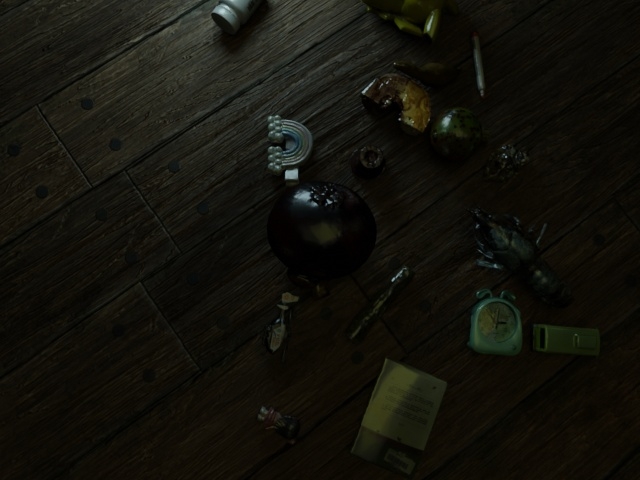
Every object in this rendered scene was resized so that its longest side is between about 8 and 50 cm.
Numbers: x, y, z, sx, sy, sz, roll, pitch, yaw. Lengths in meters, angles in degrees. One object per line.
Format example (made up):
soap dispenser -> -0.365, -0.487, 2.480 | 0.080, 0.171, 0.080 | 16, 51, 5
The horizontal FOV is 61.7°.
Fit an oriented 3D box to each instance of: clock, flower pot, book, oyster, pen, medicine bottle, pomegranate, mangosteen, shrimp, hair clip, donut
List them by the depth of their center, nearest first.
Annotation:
mangosteen -> 0.005, -0.018, 1.462 | 0.296, 0.293, 0.297 | -3, 56, 5
book -> 0.221, 0.499, 1.511 | 0.201, 0.026, 0.290 | 24, 81, 0
shrimp -> 0.571, 0.037, 1.537 | 0.221, 0.166, 0.411 | -44, 81, 19
clock -> 0.506, 0.236, 1.548 | 0.148, 0.060, 0.189 | 7, 81, -1
flower pot -> 0.144, -0.237, 1.580 | 0.111, 0.089, 0.112 | 0, 82, -3
pomegranate -> 0.417, -0.310, 1.582 | 0.204, 0.159, 0.160 | -4, 81, -29
hair clip -> -0.089, -0.268, 1.596 | 0.140, 0.054, 0.221 | -2, 78, 3
donut -> 0.236, -0.409, 1.612 | 0.217, 0.085, 0.141 | 37, 81, 1
medicine bottle -> -0.242, -0.726, 1.620 | 0.102, 0.103, 0.187 | 33, 82, 2
oyster -> 0.557, -0.231, 1.623 | 0.103, 0.051, 0.148 | 40, 92, 10
pen -> 0.496, -0.547, 1.676 | 0.026, 0.026, 0.218 | -5, 82, -4

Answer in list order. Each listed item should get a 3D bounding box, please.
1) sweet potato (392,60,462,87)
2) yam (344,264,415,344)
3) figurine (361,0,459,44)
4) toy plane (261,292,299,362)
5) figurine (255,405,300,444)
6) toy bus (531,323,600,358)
sweet potato -> 0.328, -0.500, 1.615 | 0.269, 0.074, 0.075 | -5, 81, -30
yam -> 0.172, 0.182, 1.539 | 0.061, 0.061, 0.274 | 41, 81, 3
figurine -> 0.259, -0.738, 1.617 | 0.326, 0.169, 0.218 | 21, 58, 6
toy plane -> -0.117, 0.244, 1.520 | 0.078, 0.053, 0.197 | 13, 82, -9
figurine -> -0.117, 0.509, 1.478 | 0.129, 0.054, 0.072 | 23, 85, 2
toy bus -> 0.704, 0.286, 1.532 | 0.174, 0.101, 0.088 | 5, 82, -4
